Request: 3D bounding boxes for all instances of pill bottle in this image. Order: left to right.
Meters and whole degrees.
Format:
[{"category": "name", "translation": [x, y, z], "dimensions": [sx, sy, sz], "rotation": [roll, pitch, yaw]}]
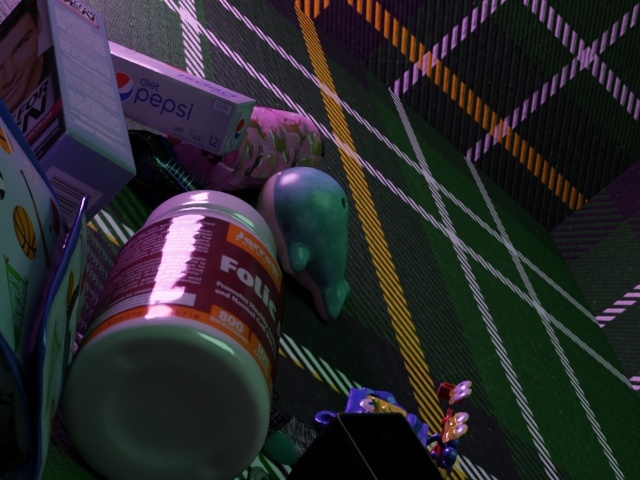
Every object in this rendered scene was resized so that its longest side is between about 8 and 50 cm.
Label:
[{"category": "pill bottle", "translation": [-0.157, 0.102, 1.370], "dimensions": [0.224, 0.224, 0.392], "rotation": [43, 20, -17]}]

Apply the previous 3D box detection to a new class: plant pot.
[{"category": "plant pot", "translation": [0.053, 0.342, 1.458], "dimensions": [0.188, 0.167, 0.187], "rotation": [12, 40, -59]}]

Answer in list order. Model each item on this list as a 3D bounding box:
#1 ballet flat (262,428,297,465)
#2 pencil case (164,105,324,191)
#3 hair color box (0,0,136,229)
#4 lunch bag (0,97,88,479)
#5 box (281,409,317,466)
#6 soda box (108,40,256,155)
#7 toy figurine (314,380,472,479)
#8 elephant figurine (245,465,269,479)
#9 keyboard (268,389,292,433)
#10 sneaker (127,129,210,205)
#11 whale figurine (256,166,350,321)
[{"category": "ballet flat", "translation": [-0.075, 0.257, 1.541], "dimensions": [0.114, 0.041, 0.041], "rotation": [43, 20, -18]}, {"category": "pencil case", "translation": [-0.131, -0.163, 2.056], "dimensions": [0.167, 0.160, 0.386], "rotation": [17, 8, 22]}, {"category": "hair color box", "translation": [-0.362, -0.164, 1.498], "dimensions": [0.114, 0.185, 0.374], "rotation": [33, 24, -37]}, {"category": "lunch bag", "translation": [-0.354, 0.029, 1.073], "dimensions": [0.327, 0.239, 0.385], "rotation": [-96, 163, -61]}, {"category": "box", "translation": [-0.030, 0.286, 1.609], "dimensions": [0.067, 0.018, 0.083], "rotation": [38, 21, -28]}, {"category": "soda box", "translation": [-0.256, -0.231, 1.828], "dimensions": [0.286, 0.091, 0.098], "rotation": [23, 15, 11]}, {"category": "toy figurine", "translation": [0.085, 0.324, 1.692], "dimensions": [0.217, 0.191, 0.362], "rotation": [18, 28, 3]}, {"category": "elephant figurine", "translation": [-0.079, 0.335, 1.256], "dimensions": [0.170, 0.186, 0.239], "rotation": [-7, 30, -15]}, {"category": "keyboard", "translation": [-0.116, 0.179, 1.532], "dimensions": [0.192, 0.038, 0.100], "rotation": [37, 15, 11]}, {"category": "sneaker", "translation": [-0.240, -0.084, 1.787], "dimensions": [0.232, 0.081, 0.090], "rotation": [49, 20, 24]}, {"category": "whale figurine", "translation": [0.000, 0.000, 1.985], "dimensions": [0.272, 0.141, 0.216], "rotation": [66, 23, -13]}]
